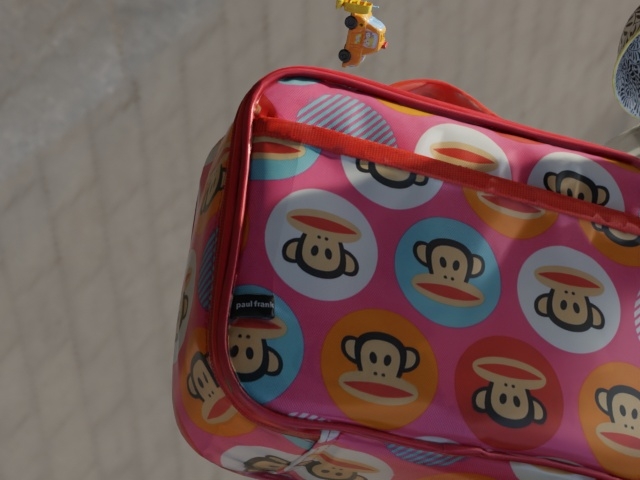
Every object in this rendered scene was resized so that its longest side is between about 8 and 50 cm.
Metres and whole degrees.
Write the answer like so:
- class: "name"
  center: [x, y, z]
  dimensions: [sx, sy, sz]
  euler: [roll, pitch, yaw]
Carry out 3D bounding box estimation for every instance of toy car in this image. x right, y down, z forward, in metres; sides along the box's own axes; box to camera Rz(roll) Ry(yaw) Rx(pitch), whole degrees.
- class: "toy car"
  center: [0.036, -0.179, 1.538]
  dimensions: [0.122, 0.040, 0.060]
  euler: [-24, 127, -82]

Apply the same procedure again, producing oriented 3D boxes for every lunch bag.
- class: "lunch bag"
  center: [0.070, 0.023, 0.998]
  dimensions: [0.120, 0.293, 0.258]
  euler: [129, -30, -56]

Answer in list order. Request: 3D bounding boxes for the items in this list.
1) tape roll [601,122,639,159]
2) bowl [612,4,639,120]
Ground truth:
- class: "tape roll"
  center: [0.358, -0.071, 1.405]
  dimensions: [0.286, 0.100, 0.286]
  euler: [-23, -173, 3]
- class: "bowl"
  center: [0.350, -0.194, 1.665]
  dimensions: [0.170, 0.080, 0.170]
  euler: [-7, 139, -6]
